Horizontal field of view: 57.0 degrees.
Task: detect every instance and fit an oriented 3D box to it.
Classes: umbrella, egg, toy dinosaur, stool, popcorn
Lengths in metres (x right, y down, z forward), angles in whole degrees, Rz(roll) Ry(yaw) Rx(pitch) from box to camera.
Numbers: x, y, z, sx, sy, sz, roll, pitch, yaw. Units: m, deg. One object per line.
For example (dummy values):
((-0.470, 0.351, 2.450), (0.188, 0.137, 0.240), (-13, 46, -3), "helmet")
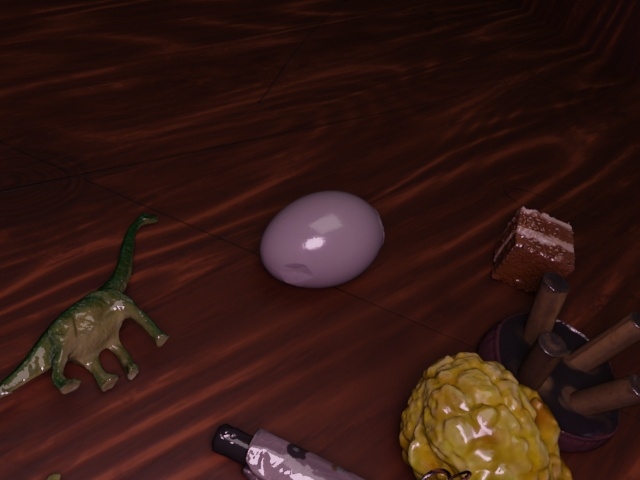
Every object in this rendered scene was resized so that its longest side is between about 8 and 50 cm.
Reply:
((0.004, 0.344, 0.822), (0.337, 0.067, 0.073), (24, 33, 7), "umbrella")
((0.000, 0.000, 1.076), (0.232, 0.176, 0.176), (-16, 54, -28), "egg")
((-0.384, 0.094, 0.921), (0.447, 0.087, 0.301), (-21, 57, -42), "toy dinosaur")
((0.429, 0.206, 1.019), (0.272, 0.178, 0.272), (11, 45, -11), "stool")
((0.246, 0.296, 0.863), (0.251, 0.206, 0.237), (25, 29, -11), "popcorn")

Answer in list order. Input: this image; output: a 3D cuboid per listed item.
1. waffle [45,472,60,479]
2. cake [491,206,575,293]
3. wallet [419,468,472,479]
((-0.364, 0.370, 0.693), (0.183, 0.036, 0.169), (-21, 55, -34), "waffle")
((0.449, 0.020, 1.241), (0.135, 0.134, 0.147), (24, 51, 3), "cake")
((0.102, 0.457, 0.668), (0.335, 0.068, 0.275), (-26, 77, -17), "wallet")
